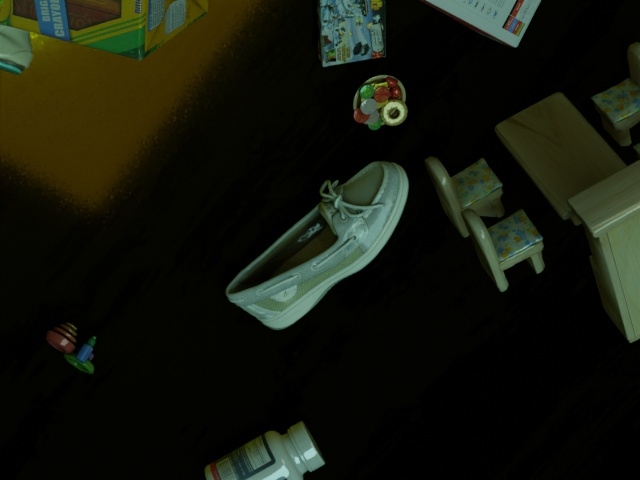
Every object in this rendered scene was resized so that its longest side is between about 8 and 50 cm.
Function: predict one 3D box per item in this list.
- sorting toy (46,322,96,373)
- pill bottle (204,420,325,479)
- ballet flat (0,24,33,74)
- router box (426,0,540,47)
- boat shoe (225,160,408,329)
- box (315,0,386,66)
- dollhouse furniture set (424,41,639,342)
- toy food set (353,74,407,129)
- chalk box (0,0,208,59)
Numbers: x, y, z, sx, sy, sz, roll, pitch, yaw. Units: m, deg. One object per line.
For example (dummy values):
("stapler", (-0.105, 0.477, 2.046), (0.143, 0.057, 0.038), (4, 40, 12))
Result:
("sorting toy", (-0.360, 0.156, 1.826), (0.042, 0.061, 0.102), (-58, 138, -22))
("pill bottle", (-0.089, 0.376, 2.025), (0.180, 0.108, 0.108), (-29, 126, -1))
("ballet flat", (-0.471, -0.269, 1.502), (0.248, 0.086, 0.086), (12, 116, -28))
("router box", (0.224, -0.441, 1.538), (0.301, 0.082, 0.335), (13, 107, -53))
("boat shoe", (-0.002, -0.001, 1.817), (0.320, 0.118, 0.103), (-43, 130, 17))
("box", (0.041, -0.311, 1.687), (0.094, 0.027, 0.137), (-11, 124, -12))
("dollhouse furniture set", (0.374, -0.095, 1.714), (0.362, 0.394, 0.256), (-28, 136, -1))
("toy food set", (0.085, -0.199, 1.779), (0.082, 0.020, 0.083), (-13, 125, -12))
("chalk box", (-0.290, -0.345, 1.414), (0.289, 0.179, 0.180), (14, 121, 14))
